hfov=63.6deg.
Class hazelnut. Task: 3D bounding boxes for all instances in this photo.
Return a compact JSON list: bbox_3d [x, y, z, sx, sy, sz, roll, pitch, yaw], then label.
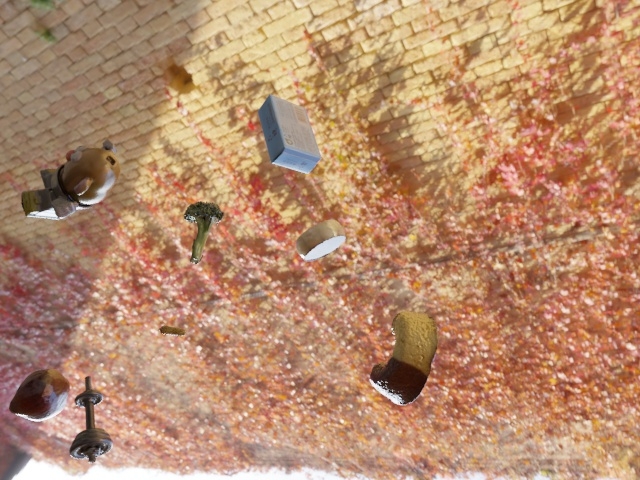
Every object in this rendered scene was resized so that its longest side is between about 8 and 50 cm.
[{"bbox_3d":[-0.916,0.498,1.690,0.160,0.202,0.170,14,-116,9],"label":"hazelnut"}]

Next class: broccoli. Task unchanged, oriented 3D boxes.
[{"bbox_3d":[-0.362,-0.027,1.569,0.122,0.118,0.204,8,-120,-8],"label":"broccoli"}]

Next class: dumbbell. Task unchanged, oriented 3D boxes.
[{"bbox_3d":[-0.652,0.500,1.461,0.110,0.110,0.255,-30,-127,9],"label":"dumbbell"}]

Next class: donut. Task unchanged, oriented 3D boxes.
[{"bbox_3d":[0.187,0.261,1.157,0.141,0.085,0.217,-177,-72,-80],"label":"donut"}]

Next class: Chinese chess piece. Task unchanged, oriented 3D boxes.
[{"bbox_3d":[0.000,0.000,1.215,0.122,0.122,0.051,-31,-107,7],"label":"Chinese chess piece"}]

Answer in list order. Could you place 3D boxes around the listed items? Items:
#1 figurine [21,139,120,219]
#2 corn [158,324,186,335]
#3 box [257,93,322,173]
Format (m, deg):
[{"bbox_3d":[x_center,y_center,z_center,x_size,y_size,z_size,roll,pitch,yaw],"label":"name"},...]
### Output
[{"bbox_3d":[-0.720,-0.179,1.539,0.284,0.167,0.343,-17,-121,23],"label":"figurine"},{"bbox_3d":[-0.464,0.283,1.612,0.083,0.027,0.028,11,-155,-11],"label":"corn"},{"bbox_3d":[-0.098,-0.331,1.606,0.083,0.142,0.233,-41,-128,37],"label":"box"}]
